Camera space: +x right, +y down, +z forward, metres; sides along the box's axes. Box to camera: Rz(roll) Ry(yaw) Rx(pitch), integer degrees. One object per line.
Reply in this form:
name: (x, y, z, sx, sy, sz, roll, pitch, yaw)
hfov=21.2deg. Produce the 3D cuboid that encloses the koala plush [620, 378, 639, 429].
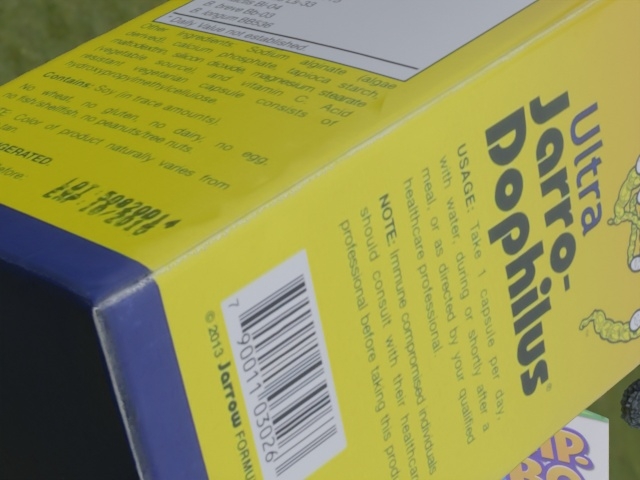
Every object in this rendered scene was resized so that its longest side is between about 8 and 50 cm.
koala plush: (0.251, 0.038, 1.542, 0.203, 0.221, 0.196, 80, 24, -45)

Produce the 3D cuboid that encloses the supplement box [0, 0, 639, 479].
supplement box: (0.000, 0.000, 0.764, 0.356, 0.194, 0.195, -33, 126, -33)

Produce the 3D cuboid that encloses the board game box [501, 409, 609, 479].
board game box: (0.134, 0.175, 1.153, 0.124, 0.039, 0.259, 22, 32, -6)
